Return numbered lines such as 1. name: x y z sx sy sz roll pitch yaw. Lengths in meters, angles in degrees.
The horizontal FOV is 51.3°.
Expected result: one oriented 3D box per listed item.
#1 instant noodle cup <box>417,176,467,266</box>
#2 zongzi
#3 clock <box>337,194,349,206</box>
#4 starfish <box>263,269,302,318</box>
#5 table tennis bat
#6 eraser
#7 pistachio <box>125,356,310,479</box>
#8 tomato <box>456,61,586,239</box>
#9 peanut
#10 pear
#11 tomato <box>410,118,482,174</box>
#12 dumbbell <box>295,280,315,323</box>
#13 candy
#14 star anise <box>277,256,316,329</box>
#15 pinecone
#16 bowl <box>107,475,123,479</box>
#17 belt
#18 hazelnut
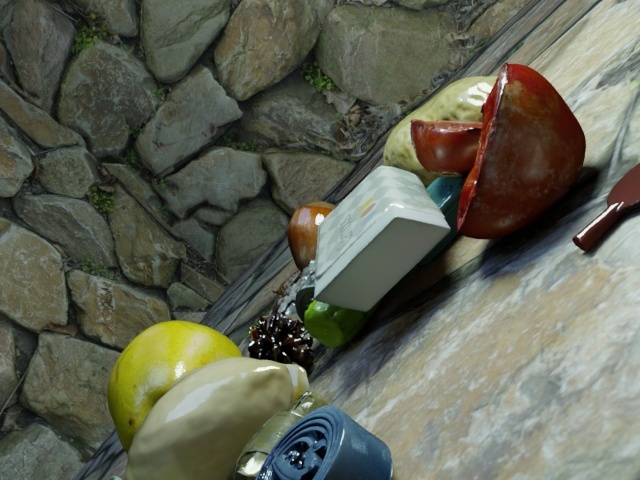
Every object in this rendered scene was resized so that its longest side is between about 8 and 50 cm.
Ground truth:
1. instant noodle cup: 0.189 -0.026 1.151 0.179 0.070 0.157 -46 8 -1
2. zongzi: -0.062 0.287 0.901 0.160 0.078 0.176 -44 -4 -33
3. clock: 0.042 -0.034 2.085 0.312 0.061 0.312 -45 8 8
4. starfish: -0.096 0.141 1.947 0.213 0.057 0.238 -52 5 16
5. table tennis bat: 0.325 -0.048 0.696 0.154 0.019 0.098 -44 8 0
6. eraser: 0.088 -0.019 1.115 0.213 0.082 0.397 -45 10 13
7. pistachio: -0.154 0.288 1.005 0.318 0.214 0.193 -36 -33 18
8. tomato: 0.268 -0.107 0.877 0.200 0.139 0.233 -46 -32 -71
9. peanut: 0.263 -0.213 1.365 0.387 0.169 0.192 -36 18 54
10. pear: -0.270 0.306 1.282 0.285 0.285 0.336 -45 28 11
11. tomato: 0.253 -0.151 1.112 0.228 0.227 0.101 -89 -1 -79
12. dumbbell: 0.040 0.087 1.300 0.110 0.110 0.254 -41 3 38
13. candy: 0.061 0.096 1.158 0.209 0.097 0.096 -42 3 -36
14. star anise: -0.032 0.123 1.517 0.229 0.093 0.236 -41 7 42
15. pinecone: -0.071 0.196 1.208 0.120 0.140 0.140 -5 11 1
16. bowl: -0.322 0.491 0.892 0.307 0.163 0.307 -46 8 8
17. belt: -0.001 0.249 0.691 0.141 0.082 0.190 -52 9 -18
18. hazelnut: 0.000 0.000 1.739 0.214 0.176 0.214 10 -90 -80
